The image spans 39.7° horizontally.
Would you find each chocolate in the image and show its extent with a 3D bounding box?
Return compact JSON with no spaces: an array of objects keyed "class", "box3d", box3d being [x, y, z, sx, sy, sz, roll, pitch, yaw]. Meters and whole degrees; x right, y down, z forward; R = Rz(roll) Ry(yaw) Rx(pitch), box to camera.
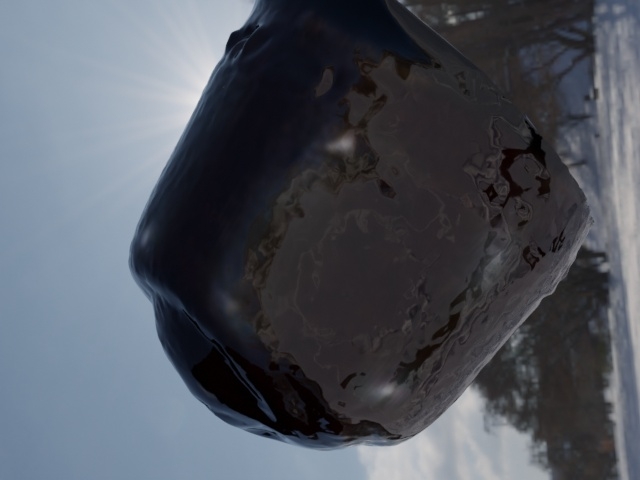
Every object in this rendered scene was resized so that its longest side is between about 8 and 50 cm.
[{"class":"chocolate","box3d":[0.000,0.000,0.778,0.383,0.331,0.383,42,-179,-1]}]
